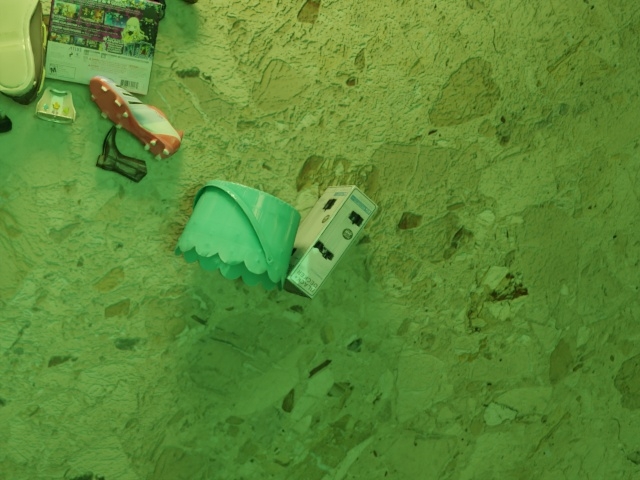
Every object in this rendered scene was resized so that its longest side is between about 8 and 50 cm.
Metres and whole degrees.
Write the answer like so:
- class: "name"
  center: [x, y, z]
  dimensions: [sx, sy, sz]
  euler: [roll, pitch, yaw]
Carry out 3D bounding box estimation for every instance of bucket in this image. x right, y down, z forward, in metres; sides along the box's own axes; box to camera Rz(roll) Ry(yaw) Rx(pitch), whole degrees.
- class: "bucket"
  center: [-0.186, -0.011, 1.694]
  dimensions: [0.281, 0.281, 0.183]
  euler: [23, 77, -23]

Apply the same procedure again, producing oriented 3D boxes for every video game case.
- class: "video game case"
  center: [-0.486, -0.449, 1.623]
  dimensions: [0.232, 0.042, 0.210]
  euler: [5, 110, -23]

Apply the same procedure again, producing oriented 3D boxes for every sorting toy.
- class: "sorting toy"
  center: [-0.588, -0.304, 1.623]
  dimensions: [0.083, 0.045, 0.075]
  euler: [9, 82, -23]

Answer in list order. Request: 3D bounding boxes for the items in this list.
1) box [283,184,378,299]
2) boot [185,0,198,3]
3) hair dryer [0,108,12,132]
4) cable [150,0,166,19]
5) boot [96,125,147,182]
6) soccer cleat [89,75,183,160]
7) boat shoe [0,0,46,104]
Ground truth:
- class: "box"
  center: [0.000, 0.000, 1.825]
  dimensions: [0.087, 0.169, 0.290]
  euler: [40, 78, -21]
- class: "boot"
  center: [-0.307, -0.708, 1.686]
  dimensions: [0.203, 0.095, 0.262]
  euler: [-49, 121, -28]
- class: "hair dryer"
  center: [-0.804, -0.284, 1.486]
  dimensions: [0.293, 0.080, 0.224]
  euler: [-30, 123, -31]
- class: "cable"
  center: [-0.447, -0.572, 1.662]
  dimensions: [0.184, 0.047, 0.151]
  euler: [-7, 96, -22]
- class: "boot"
  center: [-0.449, -0.199, 1.690]
  dimensions: [0.114, 0.037, 0.106]
  euler: [20, 94, -22]
- class: "soccer cleat"
  center: [-0.421, -0.292, 1.674]
  dimensions: [0.248, 0.083, 0.095]
  euler: [44, 47, -24]
- class: "boat shoe"
  center: [-0.643, -0.452, 1.552]
  dimensions: [0.116, 0.097, 0.324]
  euler: [-5, 80, -4]
